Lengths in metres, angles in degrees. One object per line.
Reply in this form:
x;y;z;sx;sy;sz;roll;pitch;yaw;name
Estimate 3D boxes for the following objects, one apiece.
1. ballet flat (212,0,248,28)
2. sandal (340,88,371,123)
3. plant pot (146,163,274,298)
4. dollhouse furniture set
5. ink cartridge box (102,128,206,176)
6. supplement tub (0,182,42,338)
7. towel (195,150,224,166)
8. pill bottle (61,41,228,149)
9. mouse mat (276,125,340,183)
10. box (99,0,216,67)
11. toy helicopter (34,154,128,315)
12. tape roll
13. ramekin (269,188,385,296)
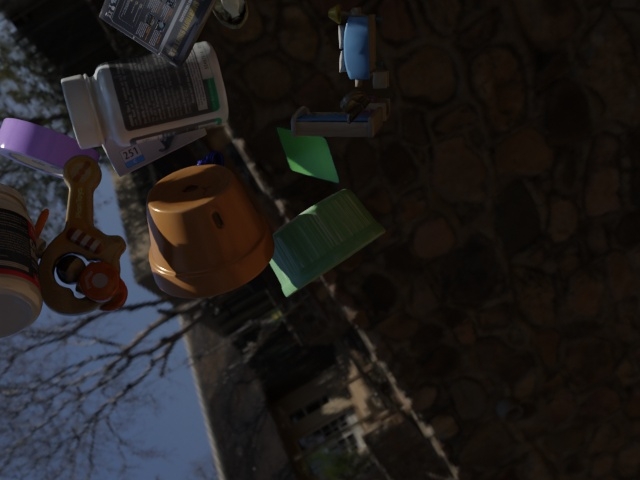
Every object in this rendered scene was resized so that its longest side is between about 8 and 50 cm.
-0.271;-0.706;2.071;0.123;0.123;0.349;-118;5;-50;ballet flat
0.068;-0.302;1.741;0.049;0.072;0.180;47;-174;8;sandal
-0.267;-0.038;1.809;0.291;0.290;0.204;-118;11;-57;plant pot
0.048;-0.422;1.932;0.286;0.198;0.303;-55;-34;-66;dollhouse furniture set
-0.519;-0.367;2.352;0.066;0.296;0.261;44;160;54;ink cartridge box
-0.652;0.038;1.562;0.191;0.191;0.272;56;-168;-55;supplement tub
-0.310;-0.131;2.215;0.308;0.076;0.228;-156;69;-80;towel
-0.417;-0.342;1.917;0.204;0.361;0.204;165;90;-78;pill bottle
-0.033;-0.227;2.113;0.189;0.007;0.153;18;141;39;mouse mat
-0.293;-0.465;1.500;0.183;0.231;0.056;31;-137;-9;box
-0.538;-0.014;1.722;0.140;0.234;0.355;110;159;-74;toy helicopter
-0.769;-0.248;2.253;0.274;0.090;0.275;18;173;2;tape roll
0.000;0.000;2.023;0.148;0.303;0.303;56;-178;3;ramekin
